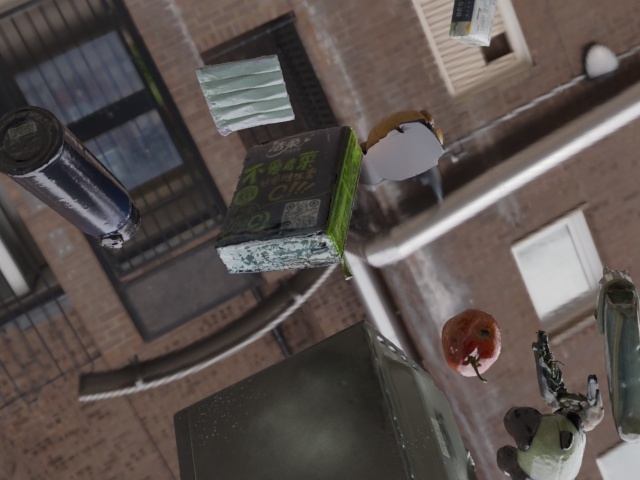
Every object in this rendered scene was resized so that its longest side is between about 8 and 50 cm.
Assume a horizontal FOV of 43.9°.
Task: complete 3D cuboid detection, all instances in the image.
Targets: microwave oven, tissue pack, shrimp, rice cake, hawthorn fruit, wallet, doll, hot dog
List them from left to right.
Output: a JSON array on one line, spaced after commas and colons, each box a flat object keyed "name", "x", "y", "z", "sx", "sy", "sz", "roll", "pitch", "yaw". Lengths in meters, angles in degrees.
[{"name": "rice cake", "x": -0.180, "y": -0.356, "z": 1.929, "sx": 0.198, "sy": 0.189, "sz": 0.037, "roll": -18, "pitch": -159, "yaw": 0}, {"name": "tissue pack", "x": -0.040, "y": -0.059, "z": 1.130, "sx": 0.174, "sy": 0.073, "sz": 0.235, "roll": -9, "pitch": -139, "yaw": 20}, {"name": "microwave oven", "x": 0.035, "y": 0.373, "z": 0.982, "sx": 0.375, "sy": 0.236, "sz": 0.431, "roll": -28, "pitch": -128, "yaw": 18}, {"name": "hot dog", "x": 0.187, "y": -0.253, "z": 1.985, "sx": 0.326, "sy": 0.194, "sz": 0.107, "roll": -5, "pitch": -132, "yaw": 45}, {"name": "tissue pack", "x": 0.209, "y": -0.311, "z": 1.084, "sx": 0.042, "sy": 0.083, "sz": 0.062, "roll": 11, "pitch": -174, "yaw": 39}, {"name": "hawthorn fruit", "x": 0.384, "y": 0.291, "z": 1.967, "sx": 0.165, "sy": 0.165, "sz": 0.285, "roll": -22, "pitch": -153, "yaw": 13}, {"name": "doll", "x": 0.407, "y": 0.407, "z": 1.454, "sx": 0.144, "sy": 0.234, "sz": 0.135, "roll": 1, "pitch": -150, "yaw": -4}, {"name": "shrimp", "x": 0.482, "y": 0.276, "z": 1.549, "sx": 0.051, "sy": 0.217, "sz": 0.150, "roll": -26, "pitch": -170, "yaw": -27}, {"name": "wallet", "x": 0.543, "y": 0.184, "z": 1.431, "sx": 0.083, "sy": 0.252, "sz": 0.360, "roll": -6, "pitch": -173, "yaw": 19}]

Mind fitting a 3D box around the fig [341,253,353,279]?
[{"name": "fig", "x": 0.000, "y": 0.000, "z": 1.649, "sx": 0.149, "sy": 0.245, "sz": 0.149, "roll": -25, "pitch": -134, "yaw": 30}]

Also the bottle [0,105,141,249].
[{"name": "bottle", "x": -0.257, "y": -0.055, "z": 0.842, "sx": 0.072, "sy": 0.082, "sz": 0.244, "roll": -11, "pitch": 163, "yaw": 4}]
